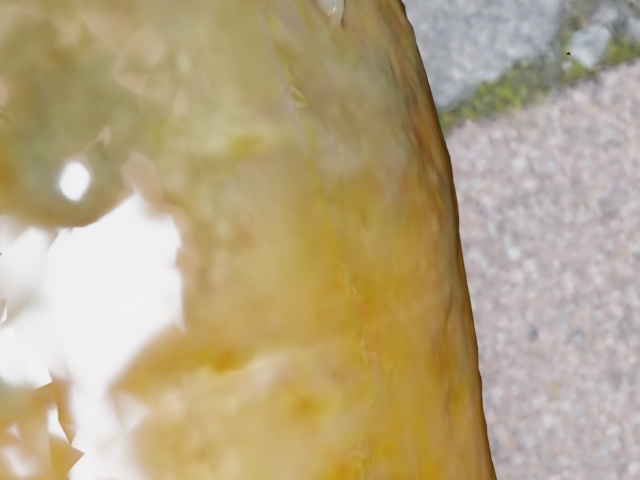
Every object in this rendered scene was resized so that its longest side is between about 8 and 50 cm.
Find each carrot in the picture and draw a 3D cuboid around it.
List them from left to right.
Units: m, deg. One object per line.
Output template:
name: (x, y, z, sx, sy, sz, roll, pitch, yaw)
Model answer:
carrot: (-0.062, 0.045, 0.418, 0.224, 0.224, 0.340, -16, 97, -16)
